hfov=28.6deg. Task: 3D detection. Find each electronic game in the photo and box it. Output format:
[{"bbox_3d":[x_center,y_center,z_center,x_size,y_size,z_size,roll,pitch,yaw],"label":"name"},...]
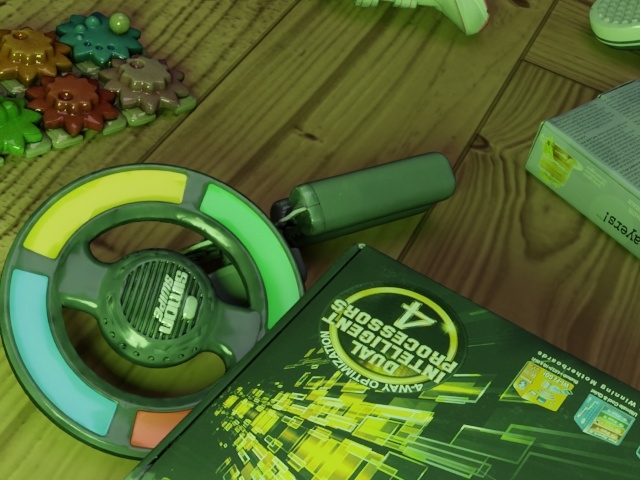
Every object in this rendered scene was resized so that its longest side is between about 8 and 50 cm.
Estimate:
[{"bbox_3d":[-0.119,0.049,0.922,0.229,0.048,0.229,7,66,-16],"label":"electronic game"}]

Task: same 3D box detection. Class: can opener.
[{"bbox_3d":[0.000,0.000,1.071,0.283,0.076,0.095,-16,81,-31],"label":"can opener"}]

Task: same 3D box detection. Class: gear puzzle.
[{"bbox_3d":[-0.290,-0.143,1.140,0.339,0.044,0.175,-22,53,-35],"label":"gear puzzle"}]

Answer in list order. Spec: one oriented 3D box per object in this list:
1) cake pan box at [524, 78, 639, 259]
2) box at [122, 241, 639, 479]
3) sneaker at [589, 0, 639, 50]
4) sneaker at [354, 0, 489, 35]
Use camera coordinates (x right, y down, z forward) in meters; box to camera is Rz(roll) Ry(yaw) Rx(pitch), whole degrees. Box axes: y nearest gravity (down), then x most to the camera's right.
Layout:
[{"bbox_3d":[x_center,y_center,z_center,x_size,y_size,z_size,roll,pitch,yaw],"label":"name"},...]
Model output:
[{"bbox_3d":[0.378,-0.065,1.249,0.267,0.070,0.246,-26,58,-37],"label":"cake pan box"},{"bbox_3d":[0.097,0.200,0.778,0.395,0.097,0.318,30,51,20],"label":"box"},{"bbox_3d":[0.478,-0.260,1.469,0.321,0.127,0.126,-16,39,1],"label":"sneaker"},{"bbox_3d":[0.074,-0.301,1.402,0.252,0.111,0.103,37,2,0],"label":"sneaker"}]
